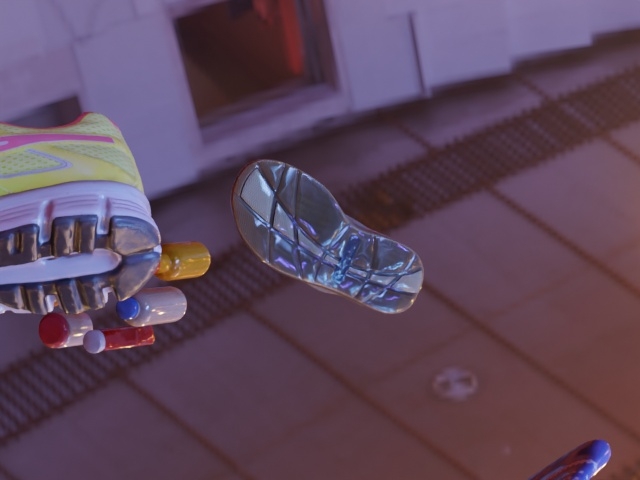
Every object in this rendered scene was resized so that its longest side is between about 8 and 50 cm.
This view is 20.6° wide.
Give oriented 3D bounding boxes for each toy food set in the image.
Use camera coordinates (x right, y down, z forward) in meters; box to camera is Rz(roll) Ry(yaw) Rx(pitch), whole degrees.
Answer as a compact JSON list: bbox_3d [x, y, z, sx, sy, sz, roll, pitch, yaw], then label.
[{"bbox_3d":[-0.239,0.064,1.895,0.232,0.111,0.104,-7,178,26],"label":"toy food set"}]

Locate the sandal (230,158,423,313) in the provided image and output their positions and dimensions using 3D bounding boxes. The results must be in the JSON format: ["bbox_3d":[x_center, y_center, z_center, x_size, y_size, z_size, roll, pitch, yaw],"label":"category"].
[{"bbox_3d":[0.000,0.000,1.310,0.049,0.180,0.072,24,-95,58],"label":"sandal"}]

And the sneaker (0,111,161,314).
[{"bbox_3d":[-0.176,-0.012,0.777,0.208,0.081,0.094,-4,-130,-4],"label":"sneaker"}]

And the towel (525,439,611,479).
[{"bbox_3d":[0.132,0.324,1.604,0.243,0.040,0.336,-42,-178,41],"label":"towel"}]
